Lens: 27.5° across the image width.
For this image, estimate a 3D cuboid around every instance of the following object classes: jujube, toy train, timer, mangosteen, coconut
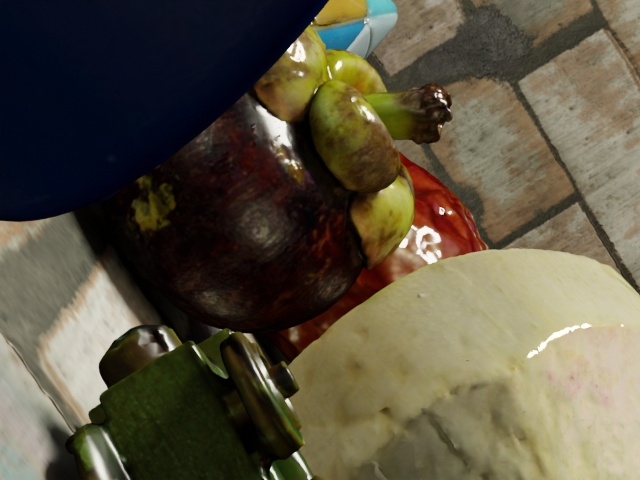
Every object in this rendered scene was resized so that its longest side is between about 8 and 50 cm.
[{"bbox_3d":[0.020,0.010,1.083,0.290,0.197,0.197,42,-8,45],"label":"jujube"},{"bbox_3d":[-0.012,0.136,0.495,0.225,0.090,0.137,59,-2,22],"label":"toy train"},{"bbox_3d":[-0.171,-0.210,0.397,0.383,0.270,0.270,37,15,-33],"label":"timer"},{"bbox_3d":[-0.025,-0.048,0.782,0.192,0.217,0.192,59,10,-17],"label":"mangosteen"},{"bbox_3d":[0.087,0.126,0.708,0.259,0.259,0.259,57,4,-7],"label":"coconut"}]

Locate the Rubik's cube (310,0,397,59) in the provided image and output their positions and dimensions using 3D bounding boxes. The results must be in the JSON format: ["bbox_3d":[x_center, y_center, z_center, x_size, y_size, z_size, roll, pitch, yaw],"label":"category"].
[{"bbox_3d":[-0.103,-0.180,1.188,0.254,0.254,0.254,57,4,-7],"label":"Rubik's cube"}]
